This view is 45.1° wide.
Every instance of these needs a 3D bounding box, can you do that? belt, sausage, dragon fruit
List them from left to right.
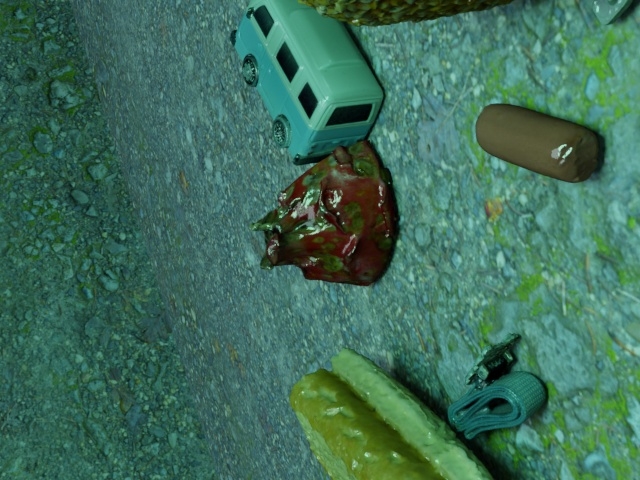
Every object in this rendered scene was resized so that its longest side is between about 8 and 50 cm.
[{"bbox_3d":[0.000,0.000,1.190,0.262,0.211,0.134,95,157,-44],"label":"dragon fruit"},{"bbox_3d":[0.213,0.199,0.999,0.100,0.065,0.179,59,150,14],"label":"belt"},{"bbox_3d":[0.227,-0.107,0.826,0.154,0.062,0.062,35,132,53],"label":"sausage"}]

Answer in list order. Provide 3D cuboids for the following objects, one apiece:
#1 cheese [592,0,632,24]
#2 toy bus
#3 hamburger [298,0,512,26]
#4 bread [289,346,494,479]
[{"bbox_3d":[0.293,-0.256,0.650,0.097,0.037,0.192,69,152,20],"label":"cheese"},{"bbox_3d":[-0.021,-0.269,1.182,0.271,0.133,0.165,63,146,23],"label":"toy bus"},{"bbox_3d":[0.105,-0.334,0.687,0.330,0.329,0.250,-16,89,64],"label":"hamburger"},{"bbox_3d":[0.122,0.337,1.105,0.375,0.165,0.237,35,154,56],"label":"bread"}]
